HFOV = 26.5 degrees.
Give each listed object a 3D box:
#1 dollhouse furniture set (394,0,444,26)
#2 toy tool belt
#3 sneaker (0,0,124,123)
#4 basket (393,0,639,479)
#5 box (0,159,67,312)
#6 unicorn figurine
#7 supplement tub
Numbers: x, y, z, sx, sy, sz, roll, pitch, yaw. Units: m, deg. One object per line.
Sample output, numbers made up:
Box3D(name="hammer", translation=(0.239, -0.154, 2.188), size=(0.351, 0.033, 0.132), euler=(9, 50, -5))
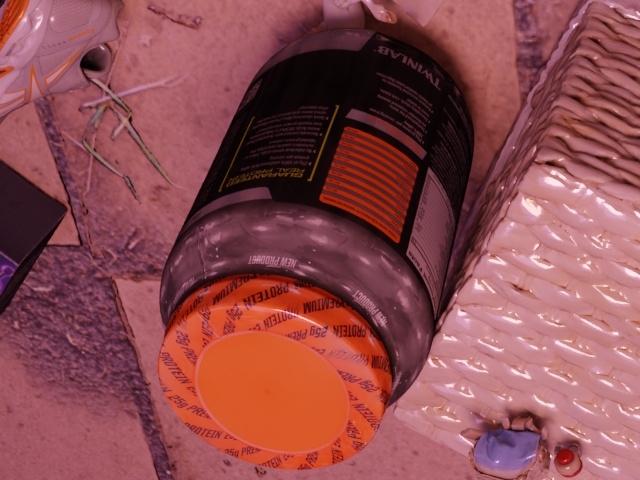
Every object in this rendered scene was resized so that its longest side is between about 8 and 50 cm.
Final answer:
Box3D(name="dollhouse furniture set", translation=(0.101, -0.285, 1.001), size=(0.129, 0.129, 0.183), euler=(40, 132, -8))
Box3D(name="toy tool belt", translation=(0.151, 0.157, 1.022), size=(0.083, 0.052, 0.051), euler=(-7, 130, 29))
Box3D(name="sneaker", translation=(-0.269, -0.161, 1.291), size=(0.121, 0.099, 0.262), euler=(10, 156, -27))
Box3D(name="basket", translation=(0.271, 0.035, 1.082), size=(0.331, 0.266, 0.328), euler=(28, 132, 5))
Box3D(name="box", translation=(-0.393, 0.008, 1.464), size=(0.153, 0.108, 0.207), euler=(36, 132, -4))
Box3D(name="unicorn figurine", translation=(0.022, -0.181, 1.172), size=(0.111, 0.060, 0.162), euler=(20, 117, 23))
Box3D(name="supplement tub", translation=(0.000, 0.000, 1.059), size=(0.207, 0.338, 0.207), euler=(8, 130, 10))
